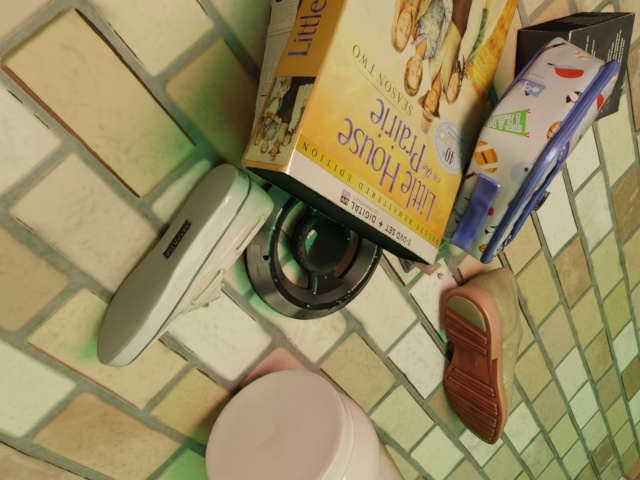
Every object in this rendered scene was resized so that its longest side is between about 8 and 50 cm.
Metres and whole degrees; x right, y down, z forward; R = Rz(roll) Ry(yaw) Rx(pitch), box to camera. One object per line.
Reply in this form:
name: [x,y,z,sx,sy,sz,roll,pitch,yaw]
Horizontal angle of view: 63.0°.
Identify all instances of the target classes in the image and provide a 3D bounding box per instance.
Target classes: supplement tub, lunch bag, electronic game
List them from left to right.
supplement tub: [-0.003,0.366,0.772,0.235,0.235,0.324,-37,128,-14]
electronic game: [0.000,0.000,0.717,0.229,0.048,0.229,-11,110,-33]
lunch bag: [0.274,-0.103,0.728,0.243,0.115,0.303,-51,161,-22]

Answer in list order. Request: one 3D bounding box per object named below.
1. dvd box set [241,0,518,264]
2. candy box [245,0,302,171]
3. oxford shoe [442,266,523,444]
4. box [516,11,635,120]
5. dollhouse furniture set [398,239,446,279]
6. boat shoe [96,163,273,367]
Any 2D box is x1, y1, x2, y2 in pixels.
dvd box set: [0.103,-0.210,0.569,0.308,0.062,0.420,28,79,-50]
candy box: [0.013,-0.161,0.611,0.165,0.070,0.196,5,98,-36]
oxford shoe: [0.334,0.233,1.006,0.147,0.140,0.396,-29,128,-28]
box: [0.398,-0.268,0.828,0.158,0.093,0.155,-23,123,-25]
dollhouse furniture set: [0.186,0.003,0.824,0.114,0.081,0.091,-40,129,-12]
boat shoe: [-0.153,0.039,0.609,0.088,0.096,0.267,36,84,-41]
